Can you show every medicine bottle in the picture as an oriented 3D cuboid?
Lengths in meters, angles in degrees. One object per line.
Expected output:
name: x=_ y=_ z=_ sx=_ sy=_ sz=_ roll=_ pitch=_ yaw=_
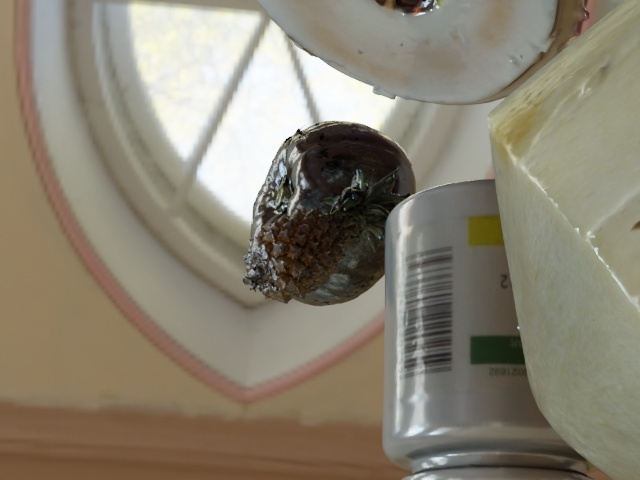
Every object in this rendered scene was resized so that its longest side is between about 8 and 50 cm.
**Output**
medicine bottle: x=0.158 y=0.135 z=1.284 sx=0.208 sy=0.340 sz=0.208 roll=1 pitch=161 yaw=0

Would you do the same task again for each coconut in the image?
coconut: x=0.227 y=0.002 z=0.696 sx=0.323 sy=0.323 sz=0.323 roll=6 pitch=-154 yaw=-3

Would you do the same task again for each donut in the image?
donut: x=0.097 y=-0.301 z=1.463 sx=0.382 sy=0.383 sz=0.142 roll=15 pitch=-125 yaw=17

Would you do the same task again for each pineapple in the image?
pineapple: x=0.001 y=0.000 z=1.489 sx=0.083 sy=0.103 sz=0.221 roll=41 pitch=-132 yaw=21

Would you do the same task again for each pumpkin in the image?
pumpkin: x=0.014 y=-0.036 z=1.749 sx=0.163 sy=0.233 sz=0.233 roll=18 pitch=-159 yaw=-22
